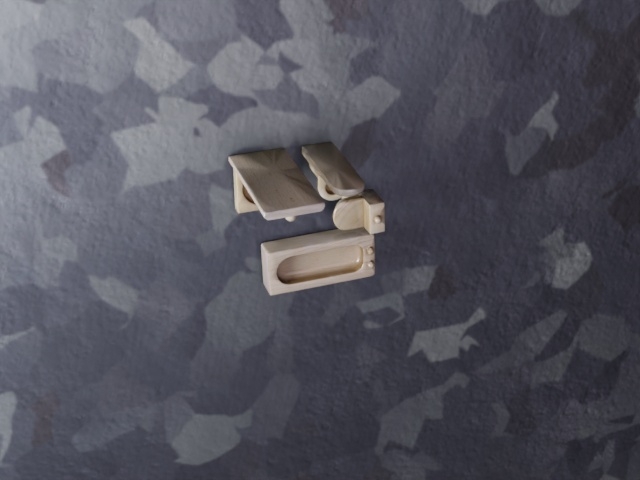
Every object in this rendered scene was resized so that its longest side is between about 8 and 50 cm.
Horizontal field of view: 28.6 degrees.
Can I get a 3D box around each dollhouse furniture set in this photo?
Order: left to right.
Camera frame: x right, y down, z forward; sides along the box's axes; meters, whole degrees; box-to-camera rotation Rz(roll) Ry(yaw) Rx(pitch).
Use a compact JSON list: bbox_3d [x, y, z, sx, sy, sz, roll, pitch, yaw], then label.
[{"bbox_3d":[0.000,0.000,1.215,0.144,0.123,0.151,-10,120,-16],"label":"dollhouse furniture set"}]
